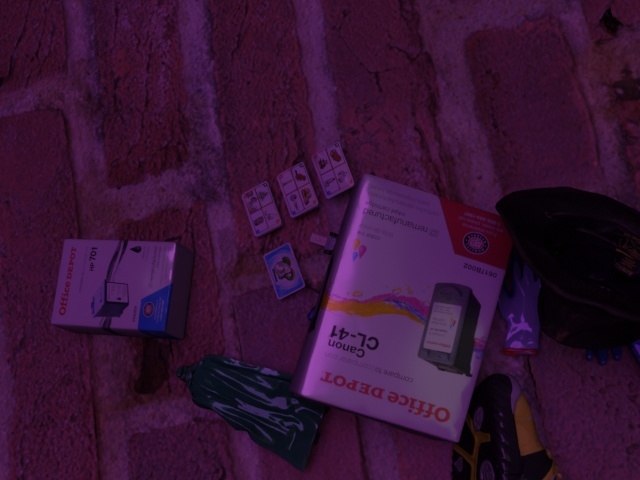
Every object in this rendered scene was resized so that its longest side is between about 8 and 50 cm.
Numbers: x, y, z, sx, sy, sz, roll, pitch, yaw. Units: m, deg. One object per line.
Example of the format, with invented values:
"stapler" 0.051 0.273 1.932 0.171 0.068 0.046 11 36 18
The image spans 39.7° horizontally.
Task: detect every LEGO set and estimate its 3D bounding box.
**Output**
"LEGO set" 0.000 0.000 1.332 0.182 0.060 0.244 -28 68 18

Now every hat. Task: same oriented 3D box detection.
"hat" 0.342 0.056 1.114 0.331 0.331 0.134 33 121 20

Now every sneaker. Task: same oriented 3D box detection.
"sneaker" 0.270 0.360 1.129 0.147 0.145 0.384 0 71 -17

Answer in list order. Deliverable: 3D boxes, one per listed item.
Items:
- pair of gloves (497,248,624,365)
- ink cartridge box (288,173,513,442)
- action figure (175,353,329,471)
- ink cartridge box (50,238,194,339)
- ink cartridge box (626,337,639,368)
"pair of gloves" 0.338 0.089 1.220 0.198 0.023 0.159 4 75 11
"ink cartridge box" 0.111 0.092 1.191 0.226 0.131 0.306 17 78 -3
"action figure" -0.104 0.225 1.279 0.232 0.063 0.137 19 83 14
"ink cartridge box" -0.302 0.074 1.361 0.191 0.082 0.139 2 76 14
"ink cartridge box" 0.514 0.131 1.142 0.207 0.046 0.097 -27 77 4
